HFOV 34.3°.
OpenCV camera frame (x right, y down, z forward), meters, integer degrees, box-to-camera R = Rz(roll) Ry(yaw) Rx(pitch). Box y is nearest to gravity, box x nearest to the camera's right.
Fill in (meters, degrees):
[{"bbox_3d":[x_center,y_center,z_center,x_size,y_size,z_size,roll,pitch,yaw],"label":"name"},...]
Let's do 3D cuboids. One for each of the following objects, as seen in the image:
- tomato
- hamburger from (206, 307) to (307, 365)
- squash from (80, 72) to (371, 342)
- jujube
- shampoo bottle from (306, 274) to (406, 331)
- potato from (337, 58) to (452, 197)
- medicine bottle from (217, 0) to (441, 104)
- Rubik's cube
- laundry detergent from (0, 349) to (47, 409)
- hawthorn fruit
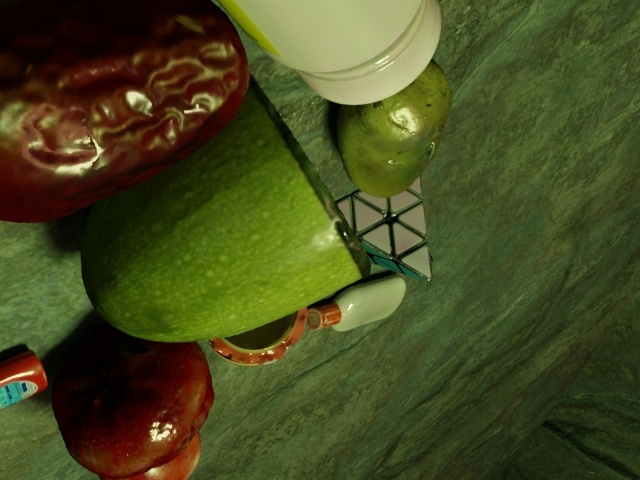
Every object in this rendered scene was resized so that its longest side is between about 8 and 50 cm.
[{"bbox_3d":[-0.276,0.334,1.664,0.187,0.151,0.187,-32,146,-25],"label":"tomato"},{"bbox_3d":[-0.106,0.117,1.570,0.175,0.175,0.137,-33,164,-19],"label":"hamburger"},{"bbox_3d":[-0.148,-0.014,1.210,0.309,0.310,0.310,-31,152,-2],"label":"squash"},{"bbox_3d":[-0.225,-0.137,0.982,0.318,0.223,0.223,-24,148,-32],"label":"jujube"},{"bbox_3d":[0.064,0.123,1.913,0.221,0.051,0.108,-13,143,-45],"label":"shampoo bottle"},{"bbox_3d":[0.105,-0.161,1.459,0.169,0.143,0.248,-19,146,-20],"label":"potato"},{"bbox_3d":[-0.012,-0.296,1.034,0.213,0.213,0.379,-44,152,3],"label":"medicine bottle"},{"bbox_3d":[0.074,-0.053,1.689,0.178,0.211,0.190,15,87,-36],"label":"Rubik's cube"},{"bbox_3d":[-0.446,0.207,1.368,0.165,0.049,0.097,-26,152,-24],"label":"laundry detergent"},{"bbox_3d":[-0.256,0.223,1.487,0.230,0.210,0.266,-55,167,-4],"label":"hawthorn fruit"}]
